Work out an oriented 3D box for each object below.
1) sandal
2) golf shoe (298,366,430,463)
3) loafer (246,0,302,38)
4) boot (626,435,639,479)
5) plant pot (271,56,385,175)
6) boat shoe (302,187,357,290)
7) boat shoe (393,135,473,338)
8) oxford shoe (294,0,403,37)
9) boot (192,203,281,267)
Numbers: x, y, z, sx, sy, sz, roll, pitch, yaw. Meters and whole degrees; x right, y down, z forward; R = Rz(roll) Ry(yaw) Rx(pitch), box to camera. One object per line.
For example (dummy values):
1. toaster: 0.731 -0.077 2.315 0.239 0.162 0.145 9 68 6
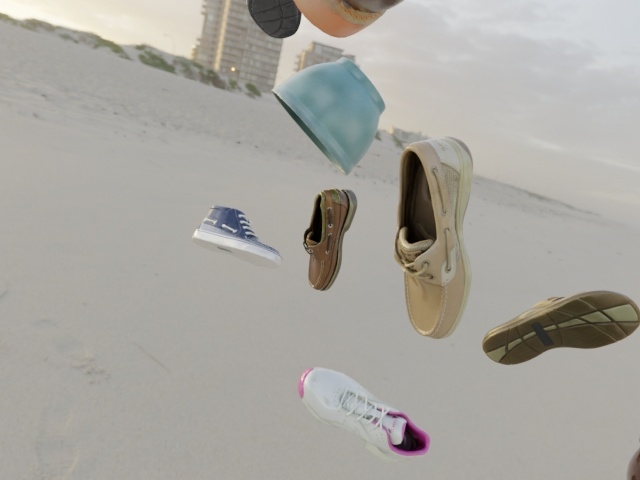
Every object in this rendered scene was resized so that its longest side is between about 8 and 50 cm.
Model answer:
1. sandal: 0.286 0.101 0.589 0.180 0.072 0.049 -27 13 29
2. golf shoe: 0.095 0.350 0.978 0.306 0.115 0.140 37 -32 -17
3. loafer: -0.103 -0.505 0.889 0.109 0.095 0.302 -6 -15 11
4. boot: 0.287 0.246 0.393 0.090 0.207 0.248 14 -31 46
5. plant pot: 0.042 -0.342 1.245 0.293 0.196 0.293 47 5 -5
6. boat shoe: 0.000 0.000 1.285 0.104 0.308 0.110 -3 28 -33
7. boat shoe: 0.165 0.009 0.776 0.110 0.341 0.121 -15 20 -36
8. oxford shoe: 0.083 -0.337 0.376 0.129 0.364 0.132 21 -14 -37
9. boot: -0.147 -0.013 0.906 0.189 0.086 0.069 17 -23 19
